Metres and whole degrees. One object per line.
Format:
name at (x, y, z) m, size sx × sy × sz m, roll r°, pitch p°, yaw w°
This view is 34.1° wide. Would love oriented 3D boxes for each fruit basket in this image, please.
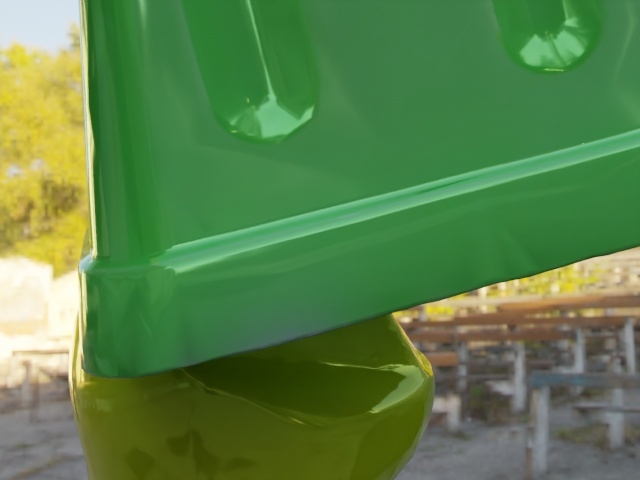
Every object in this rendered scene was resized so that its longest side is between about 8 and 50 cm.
fruit basket at (0.000, 0.000, 0.495) m, size 0.283 × 0.391 × 0.392 m, roll -14°, pitch -3°, yaw -7°
